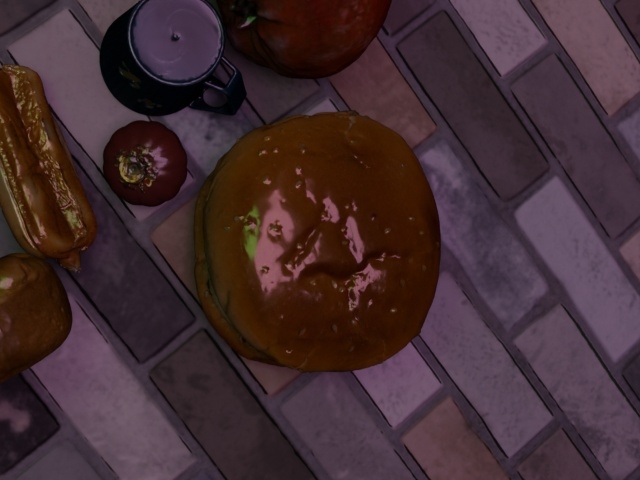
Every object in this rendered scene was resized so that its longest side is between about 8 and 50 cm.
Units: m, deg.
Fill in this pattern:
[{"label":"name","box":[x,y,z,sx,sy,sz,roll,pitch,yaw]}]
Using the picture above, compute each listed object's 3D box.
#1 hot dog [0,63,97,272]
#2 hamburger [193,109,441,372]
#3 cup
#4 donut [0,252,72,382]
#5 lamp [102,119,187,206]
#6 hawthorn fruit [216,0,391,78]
[{"label":"hot dog","box":[-0.325,-0.076,1.280,0.102,0.076,0.249,-20,87,-45]},{"label":"hamburger","box":[0.000,0.000,1.338,0.290,0.170,0.314,-3,87,-24]},{"label":"cup","box":[-0.159,-0.205,1.299,0.176,0.155,0.131,30,80,-13]},{"label":"donut","box":[-0.366,0.098,1.194,0.226,0.226,0.114,-33,98,-16]},{"label":"lamp","box":[-0.201,-0.089,1.317,0.101,0.090,0.101,3,105,11]},{"label":"hawthorn fruit","box":[0.004,-0.324,1.327,0.272,0.242,0.242,-36,99,-27]}]
